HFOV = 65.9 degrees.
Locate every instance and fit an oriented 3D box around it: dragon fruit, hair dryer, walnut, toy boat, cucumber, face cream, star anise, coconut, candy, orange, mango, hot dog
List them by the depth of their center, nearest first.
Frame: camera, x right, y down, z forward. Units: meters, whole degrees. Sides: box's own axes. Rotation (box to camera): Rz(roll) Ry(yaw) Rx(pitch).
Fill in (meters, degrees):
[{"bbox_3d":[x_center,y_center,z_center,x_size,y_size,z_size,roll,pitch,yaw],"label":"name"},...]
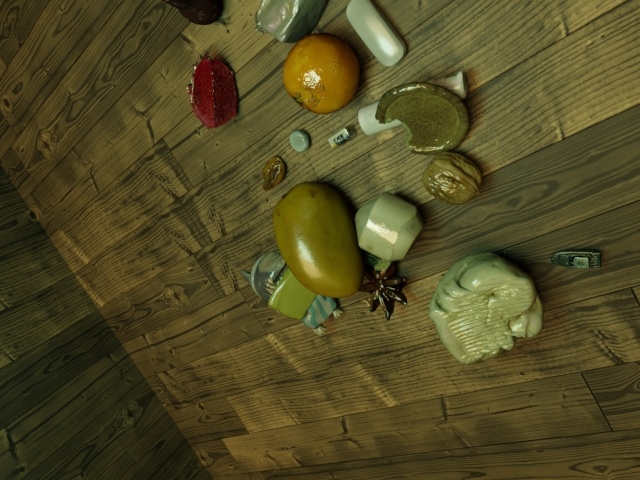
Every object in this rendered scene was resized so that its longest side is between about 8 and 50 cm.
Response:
[{"bbox_3d":[0.776,0.056,1.505,0.141,0.060,0.055,0,114,33],"label":"toy boat"},{"bbox_3d":[0.286,-0.422,1.526,0.346,0.102,0.102,-12,107,34],"label":"face cream"},{"bbox_3d":[0.414,-0.190,1.537,0.184,0.155,0.155,31,125,12],"label":"walnut"},{"bbox_3d":[-0.092,-0.726,1.546,0.137,0.185,0.195,44,127,10],"label":"candy"},{"bbox_3d":[0.005,-0.524,1.558,0.246,0.246,0.246,13,119,24],"label":"orange"},{"bbox_3d":[-0.343,-0.856,1.598,0.340,0.312,0.123,-38,92,17],"label":"hair dryer"},{"bbox_3d":[0.225,-0.049,1.672,0.241,0.241,0.241,13,119,24],"label":"coconut"},{"bbox_3d":[0.000,0.000,1.747,0.445,0.300,0.232,65,151,13],"label":"mango"},{"bbox_3d":[0.155,0.054,1.822,0.241,0.074,0.074,23,126,49],"label":"cucumber"},{"bbox_3d":[0.245,0.159,1.847,0.272,0.103,0.271,6,98,50],"label":"star anise"},{"bbox_3d":[-0.407,-0.558,1.856,0.161,0.126,0.274,10,108,37],"label":"dragon fruit"},{"bbox_3d":[-0.186,-0.257,1.905,0.090,0.060,0.140,47,131,7],"label":"hot dog"}]

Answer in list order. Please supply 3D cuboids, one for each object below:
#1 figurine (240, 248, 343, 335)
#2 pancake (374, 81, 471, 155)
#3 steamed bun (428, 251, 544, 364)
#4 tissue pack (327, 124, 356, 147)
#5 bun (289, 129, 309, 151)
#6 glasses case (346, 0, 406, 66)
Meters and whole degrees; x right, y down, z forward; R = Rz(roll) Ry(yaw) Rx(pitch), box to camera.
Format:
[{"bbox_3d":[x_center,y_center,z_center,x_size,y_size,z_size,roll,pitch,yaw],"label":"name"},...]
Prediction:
[{"bbox_3d":[-0.135,0.167,2.038,0.378,0.266,0.361,32,161,52],"label":"figurine"},{"bbox_3d":[0.306,-0.360,1.491,0.286,0.033,0.288,5,148,11],"label":"pancake"},{"bbox_3d":[0.533,0.206,1.611,0.339,0.247,0.352,-28,105,20],"label":"steamed bun"},{"bbox_3d":[0.075,-0.359,1.702,0.083,0.062,0.042,-27,96,36],"label":"tissue pack"},{"bbox_3d":[-0.073,-0.363,1.796,0.083,0.045,0.083,13,117,27],"label":"bun"},{"bbox_3d":[0.170,-0.641,1.511,0.092,0.059,0.233,-38,90,35],"label":"glasses case"}]
